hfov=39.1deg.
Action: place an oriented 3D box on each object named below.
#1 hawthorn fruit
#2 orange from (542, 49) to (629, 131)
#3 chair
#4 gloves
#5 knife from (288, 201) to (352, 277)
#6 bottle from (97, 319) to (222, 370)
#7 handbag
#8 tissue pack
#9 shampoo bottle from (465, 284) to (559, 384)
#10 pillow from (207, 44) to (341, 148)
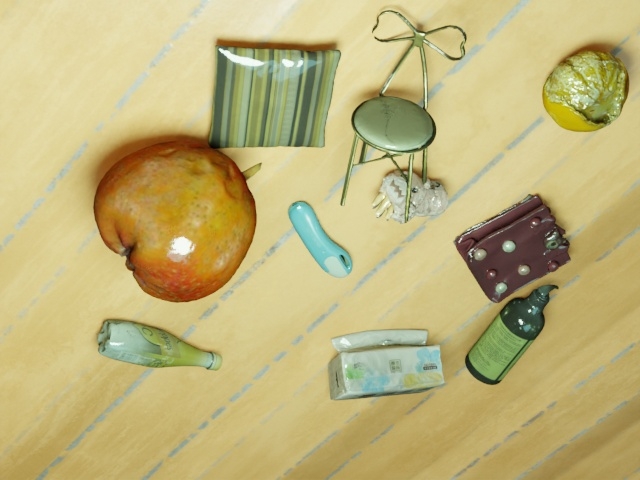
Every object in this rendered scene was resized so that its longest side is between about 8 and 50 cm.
[{"bbox_3d":[-0.223,-0.050,1.541,0.298,0.277,0.277,-37,134,-8],"label":"hawthorn fruit"},{"bbox_3d":[0.481,-0.267,1.619,0.157,0.134,0.156,-20,142,-17],"label":"orange"},{"bbox_3d":[0.128,-0.205,1.539,0.160,0.170,0.325,18,136,9],"label":"chair"},{"bbox_3d":[0.174,-0.085,1.720,0.144,0.110,0.094,-15,133,-45],"label":"gloves"},{"bbox_3d":[0.000,0.000,1.791,0.064,0.031,0.222,-25,130,12],"label":"knife"},{"bbox_3d":[-0.327,0.226,1.869,0.270,0.083,0.083,18,124,-33],"label":"bottle"},{"bbox_3d":[0.414,0.022,1.902,0.216,0.074,0.203,-28,134,10],"label":"handbag"},{"bbox_3d":[0.140,0.275,2.028,0.230,0.145,0.159,-3,165,-13],"label":"tissue pack"},{"bbox_3d":[0.442,0.206,2.059,0.101,0.101,0.284,12,127,-26],"label":"shampoo bottle"},{"bbox_3d":[-0.081,-0.240,1.532,0.212,0.052,0.208,-1,134,-13],"label":"pillow"}]
